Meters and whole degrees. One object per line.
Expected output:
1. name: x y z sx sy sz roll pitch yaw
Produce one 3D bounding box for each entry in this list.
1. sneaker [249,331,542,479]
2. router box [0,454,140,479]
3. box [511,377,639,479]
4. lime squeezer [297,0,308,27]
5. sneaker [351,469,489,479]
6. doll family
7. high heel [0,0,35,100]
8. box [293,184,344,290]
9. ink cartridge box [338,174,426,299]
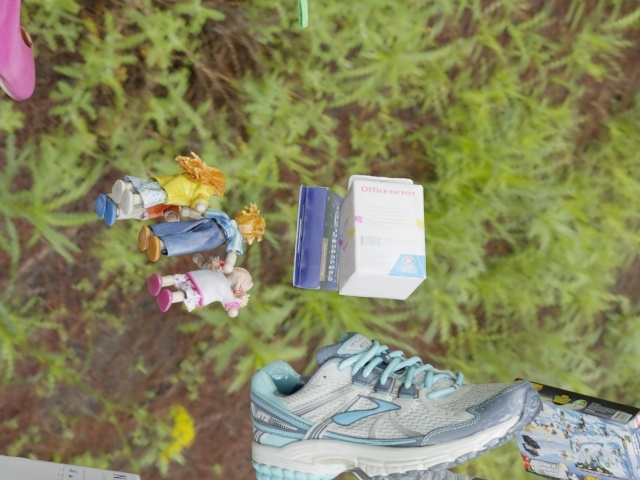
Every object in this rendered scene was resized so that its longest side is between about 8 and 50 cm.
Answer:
1. sneaker: 0.048 0.137 1.106 0.110 0.283 0.122 -11 88 -59
2. router box: -0.328 0.286 1.270 0.301 0.335 0.082 10 92 -10
3. box: 0.229 0.177 1.141 0.027 0.137 0.094 -36 119 -33
4. lime squeezer: -0.065 -0.357 1.748 0.110 0.059 0.310 -55 152 15
5. sneaker: 0.118 0.334 1.674 0.132 0.229 0.086 -55 -168 54
6. doll family: -0.163 -0.025 1.670 0.163 0.263 0.118 -10 138 -35
7. high heel: -0.369 -0.322 1.610 0.181 0.127 0.377 -29 154 -11
8. box: 0.000 0.000 1.779 0.225 0.037 0.136 16 79 -80
9. ink cartridge box: 0.076 -0.008 1.646 0.092 0.143 0.090 5 157 -12
